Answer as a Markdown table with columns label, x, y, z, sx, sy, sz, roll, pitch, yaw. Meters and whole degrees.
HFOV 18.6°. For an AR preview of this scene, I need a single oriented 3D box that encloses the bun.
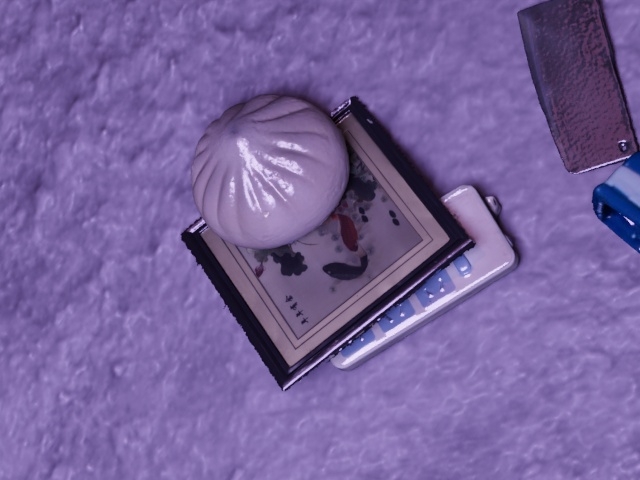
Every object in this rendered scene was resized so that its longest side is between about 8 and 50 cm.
| label | x | y | z | sx | sy | sz | roll | pitch | yaw |
| --- | --- | --- | --- | --- | --- | --- | --- | --- | --- |
| bun | -0.050 | -0.067 | 1.615 | 0.138 | 0.094 | 0.138 | -10 | 61 | 18 |

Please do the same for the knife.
| label | x | y | z | sx | sy | sz | roll | pitch | yaw |
| --- | --- | --- | --- | --- | --- | --- | --- | --- | --- |
| knife | 0.202 | -0.176 | 1.620 | 0.072 | 0.019 | 0.245 | -15 | 78 | 13 |

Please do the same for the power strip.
| label | x | y | z | sx | sy | sz | roll | pitch | yaw |
| --- | --- | --- | --- | --- | --- | --- | --- | --- | --- |
| power strip | 0.071 | 0.032 | 1.607 | 0.192 | 0.035 | 0.081 | -32 | 73 | 8 |

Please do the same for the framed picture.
| label | x | y | z | sx | sy | sz | roll | pitch | yaw |
| --- | --- | --- | --- | --- | --- | --- | --- | --- | --- |
| framed picture | 0.000 | 0.000 | 1.617 | 0.199 | 0.010 | 0.195 | -39 | 54 | 4 |

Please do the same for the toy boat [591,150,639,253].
| label | x | y | z | sx | sy | sz | roll | pitch | yaw |
| --- | --- | --- | --- | --- | --- | --- | --- | --- | --- |
| toy boat | 0.342 | 0.038 | 1.503 | 0.299 | 0.096 | 0.062 | 39 | 83 | 16 |
